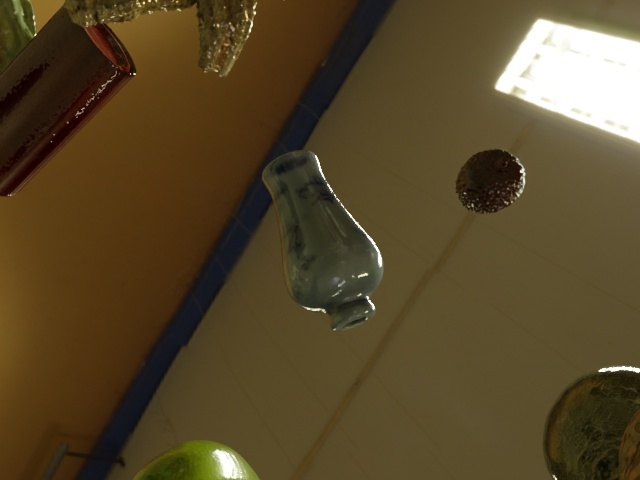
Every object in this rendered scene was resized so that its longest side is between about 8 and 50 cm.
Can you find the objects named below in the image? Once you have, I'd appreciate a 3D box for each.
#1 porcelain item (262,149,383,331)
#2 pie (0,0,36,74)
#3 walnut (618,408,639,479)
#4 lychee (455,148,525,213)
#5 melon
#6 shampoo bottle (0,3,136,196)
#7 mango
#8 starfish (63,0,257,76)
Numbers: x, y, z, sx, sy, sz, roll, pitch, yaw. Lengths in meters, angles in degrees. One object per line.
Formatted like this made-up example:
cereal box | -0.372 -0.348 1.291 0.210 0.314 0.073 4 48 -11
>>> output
porcelain item | 0.000 0.000 0.959 0.141 0.141 0.259 -35 -111 33
pie | -0.475 -0.240 0.853 0.302 0.302 0.067 -41 -174 28
walnut | 0.315 0.188 0.533 0.166 0.166 0.149 -47 -107 23
lychee | 0.311 -0.109 1.256 0.129 0.123 0.123 -32 -131 58
melon | 0.483 0.322 1.075 0.249 0.329 0.248 2 -85 21
shampoo bottle | -0.313 -0.126 0.709 0.260 0.064 0.102 -40 -97 16
mango | -0.152 0.331 0.813 0.143 0.293 0.175 17 -114 20
starfish | -0.065 -0.184 0.448 0.053 0.210 0.150 -114 -150 -68
